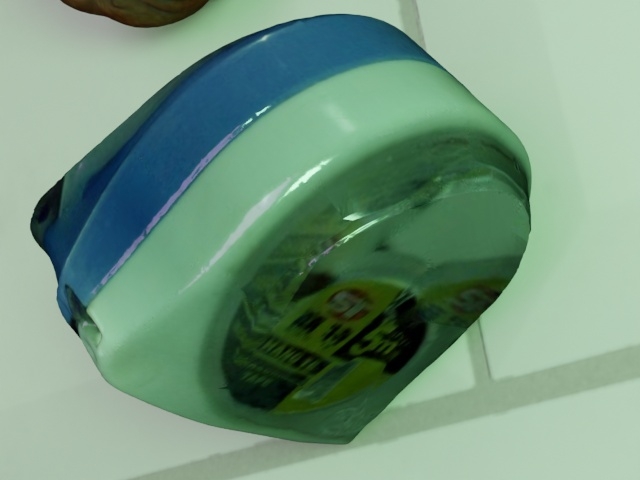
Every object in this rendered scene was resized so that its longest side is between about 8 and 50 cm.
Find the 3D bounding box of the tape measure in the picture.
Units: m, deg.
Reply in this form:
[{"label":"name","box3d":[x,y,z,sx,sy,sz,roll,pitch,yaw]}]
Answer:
[{"label":"tape measure","box3d":[-0.001,0.002,0.659,0.262,0.259,0.138,-42,60,15]}]

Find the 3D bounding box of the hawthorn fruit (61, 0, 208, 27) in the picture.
[{"label":"hawthorn fruit","box3d":[-0.136,-0.306,0.860,0.210,0.210,0.262,2,67,36]}]
